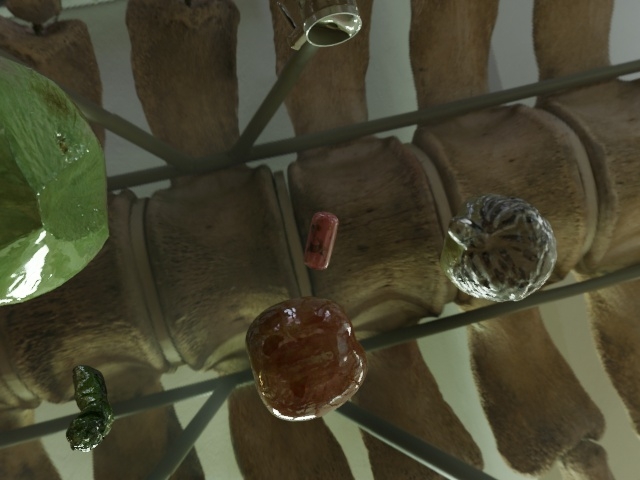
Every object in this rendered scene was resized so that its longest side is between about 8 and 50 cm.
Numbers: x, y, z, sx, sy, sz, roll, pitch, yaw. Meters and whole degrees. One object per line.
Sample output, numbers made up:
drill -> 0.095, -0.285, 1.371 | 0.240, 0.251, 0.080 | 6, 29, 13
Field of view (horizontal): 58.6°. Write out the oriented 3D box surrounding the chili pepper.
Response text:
chili pepper -> -0.125, 0.093, 0.312 | 0.022, 0.083, 0.027 | -17, -74, -18

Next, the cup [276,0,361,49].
cup -> -0.001, -0.303, 0.729 | 0.074, 0.102, 0.099 | -9, -101, -27

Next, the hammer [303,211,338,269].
hammer -> 0.000, 0.000, 0.811 | 0.043, 0.043, 0.083 | 10, -77, -6

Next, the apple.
apple -> -0.021, 0.181, 0.894 | 0.173, 0.188, 0.188 | -23, -89, -5

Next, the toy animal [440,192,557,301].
toy animal -> 0.150, 0.006, 0.478 | 0.098, 0.137, 0.098 | -2, -96, 18

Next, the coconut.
coconut -> -0.387, -0.070, 0.641 | 0.328, 0.328, 0.281 | 39, -111, -4
